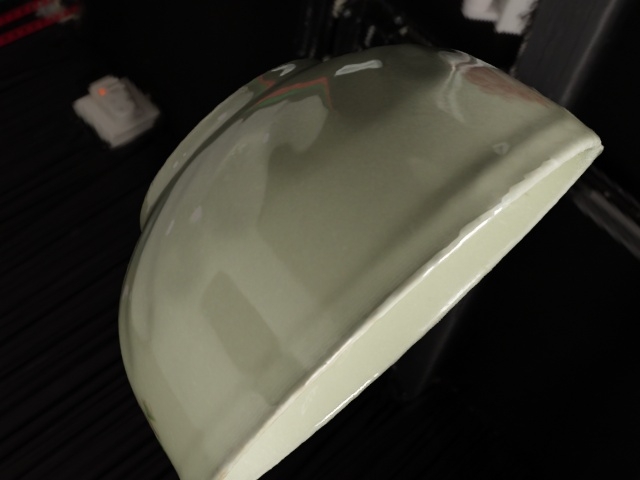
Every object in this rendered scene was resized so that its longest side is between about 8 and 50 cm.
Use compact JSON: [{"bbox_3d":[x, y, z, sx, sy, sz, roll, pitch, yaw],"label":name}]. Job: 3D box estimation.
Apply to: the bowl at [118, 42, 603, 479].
[{"bbox_3d":[0.000,0.000,0.510,0.145,0.277,0.277,45,-30,12],"label":"bowl"}]
